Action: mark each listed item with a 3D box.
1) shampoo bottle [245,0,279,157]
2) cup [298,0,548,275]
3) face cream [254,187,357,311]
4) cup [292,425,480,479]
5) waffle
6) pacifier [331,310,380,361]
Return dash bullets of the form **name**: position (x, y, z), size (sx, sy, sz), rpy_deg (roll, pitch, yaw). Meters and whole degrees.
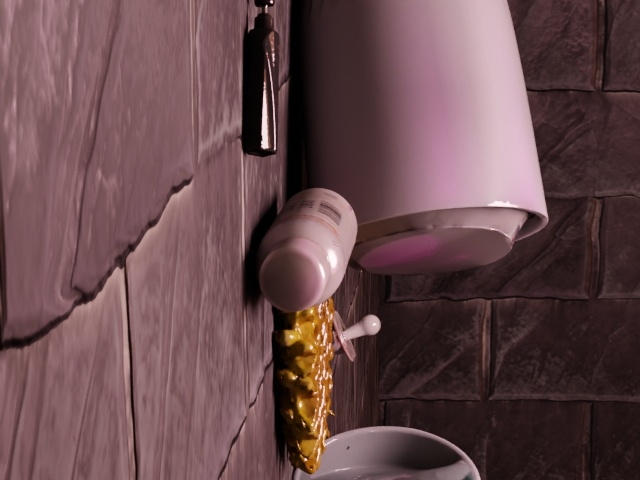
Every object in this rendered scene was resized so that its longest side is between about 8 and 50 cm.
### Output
- **shampoo bottle**: position (-0.048, -0.139, 1.361), size (0.048, 0.027, 0.137), rpy_deg (65, 26, -80)
- **cup**: position (0.098, -0.158, 1.785), size (0.253, 0.253, 0.371), rpy_deg (68, 14, -78)
- **face cream**: position (-0.013, 0.010, 1.480), size (0.269, 0.082, 0.082), rpy_deg (-69, 159, -79)
- **cup**: position (0.075, 0.389, 1.839), size (0.205, 0.206, 0.312), rpy_deg (-82, 171, -60)
- **waffle**: position (-0.012, 0.119, 1.686), size (0.228, 0.051, 0.231), rpy_deg (-78, 168, -70)
- **pacifier**: position (0.043, 0.120, 2.234), size (0.099, 0.078, 0.081), rpy_deg (-42, 111, -83)
